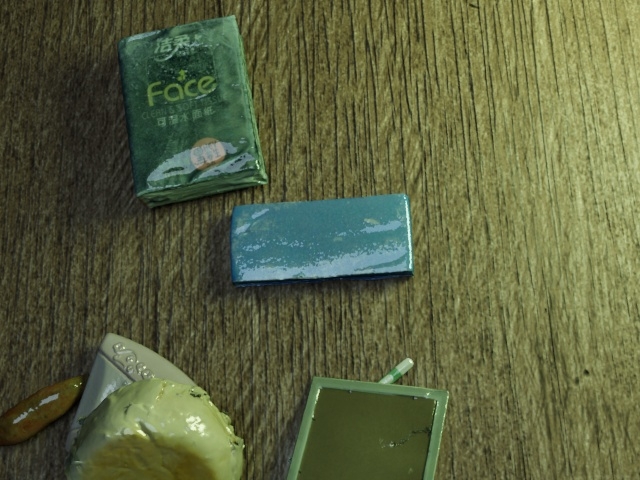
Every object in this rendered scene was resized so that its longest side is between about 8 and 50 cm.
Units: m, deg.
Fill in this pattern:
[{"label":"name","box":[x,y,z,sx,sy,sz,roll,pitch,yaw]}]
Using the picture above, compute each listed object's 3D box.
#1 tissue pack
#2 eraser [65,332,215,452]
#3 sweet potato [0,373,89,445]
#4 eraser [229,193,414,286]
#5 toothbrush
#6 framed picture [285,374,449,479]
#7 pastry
[{"label":"tissue pack","box":[-0.232,-0.230,1.460,0.228,0.103,0.316,-12,72,2]},{"label":"eraser","box":[-0.276,0.274,1.329,0.243,0.059,0.204,13,75,10]},{"label":"sweet potato","box":[-0.498,0.296,1.356,0.255,0.058,0.078,-24,55,2]},{"label":"eraser","box":[0.000,0.000,1.388,0.311,0.042,0.144,-3,72,6]},{"label":"toothbrush","box":[0.048,0.274,1.307,0.257,0.024,0.018,-38,72,-7]},{"label":"framed picture","box":[0.060,0.350,1.224,0.231,0.018,0.293,2,58,23]},{"label":"pastry","box":[-0.246,0.330,1.223,0.264,0.133,0.265,-1,117,-2]}]
